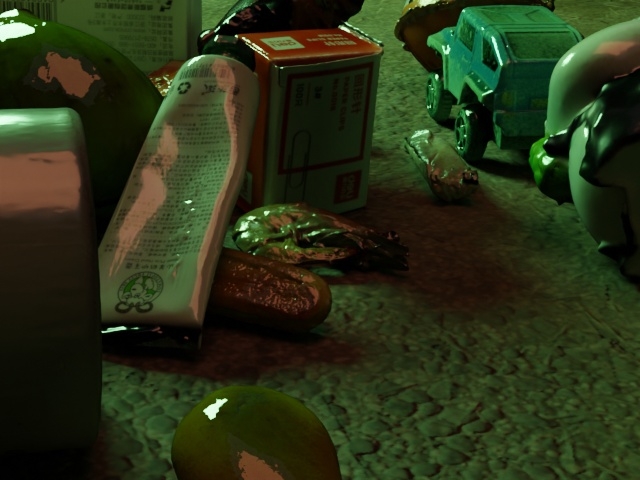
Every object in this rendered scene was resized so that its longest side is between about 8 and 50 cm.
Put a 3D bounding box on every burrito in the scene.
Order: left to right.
[{"bbox_3d":[0.130,-0.085,1.416,0.051,0.042,0.171,-5,27,-8],"label":"burrito"}]

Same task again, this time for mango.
[{"bbox_3d":[-0.033,0.150,0.809,0.103,0.076,0.161,-3,31,-27],"label":"mango"}]

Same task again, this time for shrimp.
[{"bbox_3d":[0.000,0.000,1.203,0.180,0.041,0.099,13,26,23],"label":"shrimp"}]

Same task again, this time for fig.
[{"bbox_3d":[-0.245,-0.123,1.233,0.203,0.225,0.203,-19,-10,-4],"label":"fig"}]

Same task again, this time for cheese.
[{"bbox_3d":[0.225,-0.301,1.711,0.216,0.129,0.329,2,-12,-27],"label":"cheese"}]

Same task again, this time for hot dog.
[{"bbox_3d":[-0.090,0.036,1.103,0.215,0.047,0.066,9,61,19],"label":"hot dog"}]

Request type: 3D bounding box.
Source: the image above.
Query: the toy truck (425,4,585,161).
[{"bbox_3d":[0.224,-0.191,1.526,0.155,0.156,0.279,-2,24,-10],"label":"toy truck"}]

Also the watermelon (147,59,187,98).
[{"bbox_3d":[-0.174,-0.127,1.369,0.094,0.135,0.125,12,18,-27],"label":"watermelon"}]

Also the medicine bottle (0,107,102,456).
[{"bbox_3d":[-0.269,0.032,0.860,0.231,0.238,0.238,-2,23,-14],"label":"medicine bottle"}]

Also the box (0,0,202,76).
[{"bbox_3d":[-0.268,-0.208,1.479,0.260,0.195,0.111,3,23,2],"label":"box"}]

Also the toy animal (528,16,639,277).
[{"bbox_3d":[0.307,-0.094,1.245,0.212,0.213,0.267,-3,28,-11],"label":"toy animal"}]

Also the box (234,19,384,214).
[{"bbox_3d":[-0.016,-0.117,1.297,0.133,0.182,0.099,-10,30,-31],"label":"box"}]

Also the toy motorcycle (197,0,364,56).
[{"bbox_3d":[-0.049,-0.204,1.489,0.207,0.401,0.134,-40,81,-13],"label":"toy motorcycle"}]

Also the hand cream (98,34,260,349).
[{"bbox_3d":[-0.120,-0.046,1.121,0.121,0.076,0.336,0,51,18],"label":"hand cream"}]
